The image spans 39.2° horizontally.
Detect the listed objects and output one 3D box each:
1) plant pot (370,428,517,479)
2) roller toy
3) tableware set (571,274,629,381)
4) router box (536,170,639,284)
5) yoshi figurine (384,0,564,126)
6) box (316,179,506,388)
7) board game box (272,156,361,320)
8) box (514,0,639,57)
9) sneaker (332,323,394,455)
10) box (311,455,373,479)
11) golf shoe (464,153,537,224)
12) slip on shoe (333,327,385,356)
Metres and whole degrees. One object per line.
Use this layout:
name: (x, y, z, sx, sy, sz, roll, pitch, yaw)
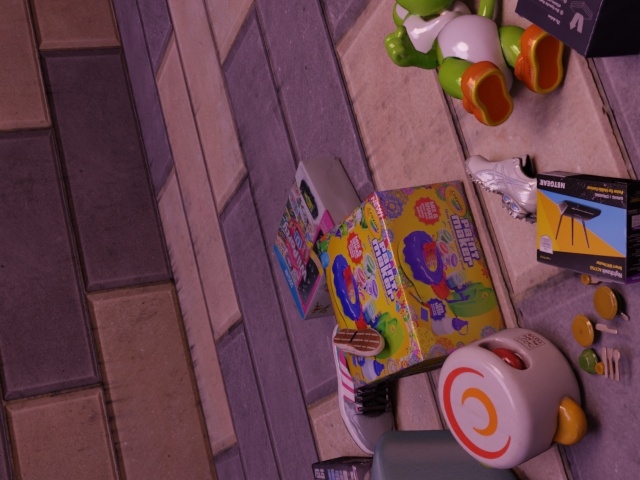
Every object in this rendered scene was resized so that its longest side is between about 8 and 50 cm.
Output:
plant pot: (0.191, 0.463, 1.558, 0.252, 0.247, 0.248, -108, 20, -61)
roller toy: (0.291, 0.235, 1.365, 0.209, 0.146, 0.191, -38, 72, 56)
tableware set: (0.391, 0.118, 1.261, 0.104, 0.024, 0.154, -172, 74, -68)
router box: (0.369, -0.022, 1.230, 0.179, 0.046, 0.133, -162, 66, -63)
yoshi figurine: (0.200, -0.335, 1.359, 0.362, 0.203, 0.203, 54, 128, 50)
box: (0.152, 0.083, 1.588, 0.279, 0.177, 0.290, -41, 61, 61)
board game box: (0.000, 0.000, 1.997, 0.303, 0.097, 0.224, 110, 144, -48)
box: (0.343, -0.334, 1.134, 0.156, 0.093, 0.158, 54, 142, 46)
sneaker: (0.106, 0.283, 1.830, 0.178, 0.124, 0.295, 122, 136, -69)
box: (0.097, 0.628, 1.929, 0.395, 0.097, 0.318, 137, 122, -72)
golf shoe: (0.293, -0.101, 1.379, 0.176, 0.069, 0.086, 49, 120, 46)
slip on shoe: (0.072, 0.181, 1.537, 0.041, 0.051, 0.135, 46, 155, -23)
